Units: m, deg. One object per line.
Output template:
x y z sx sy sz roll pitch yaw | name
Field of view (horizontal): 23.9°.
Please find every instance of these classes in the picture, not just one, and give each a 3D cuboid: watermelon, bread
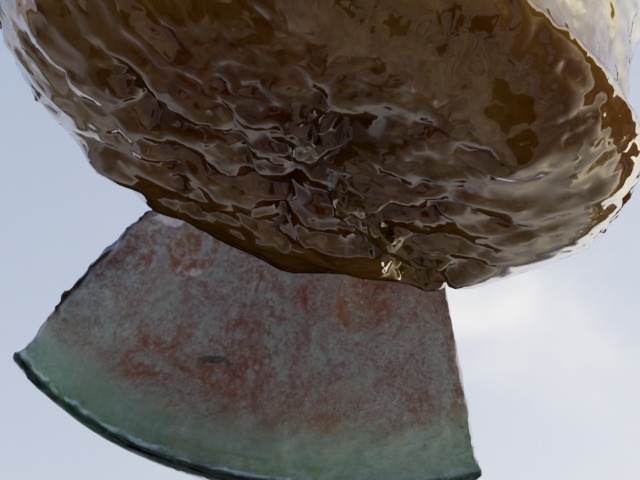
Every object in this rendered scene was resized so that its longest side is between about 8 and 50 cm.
0.016 0.040 0.956 0.250 0.283 0.292 44 -72 3 | watermelon
0.009 -0.093 0.708 0.312 0.172 0.312 18 -24 8 | bread
